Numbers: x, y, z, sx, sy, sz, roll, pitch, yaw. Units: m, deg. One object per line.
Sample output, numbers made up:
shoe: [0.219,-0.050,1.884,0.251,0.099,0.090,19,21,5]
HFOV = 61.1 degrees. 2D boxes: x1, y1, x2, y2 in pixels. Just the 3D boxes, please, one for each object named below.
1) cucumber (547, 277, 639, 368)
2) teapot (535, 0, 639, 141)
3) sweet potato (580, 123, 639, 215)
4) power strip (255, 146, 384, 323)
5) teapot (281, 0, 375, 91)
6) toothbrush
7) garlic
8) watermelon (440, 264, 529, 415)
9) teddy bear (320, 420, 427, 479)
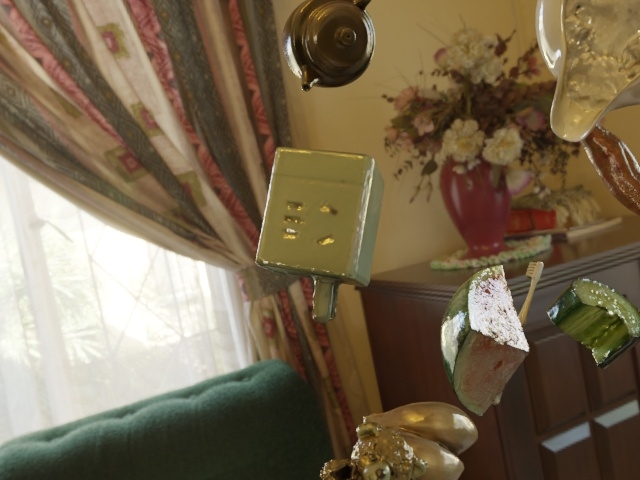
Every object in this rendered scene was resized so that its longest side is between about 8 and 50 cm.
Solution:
cucumber: [0.629,0.177,1.244,0.130,0.191,0.191,-56,-20,25]
teapot: [0.242,-0.188,0.407,0.145,0.226,0.092,26,33,30]
sweet potato: [0.480,-0.136,0.902,0.078,0.255,0.058,-33,-5,-44]
power strip: [0.000,0.000,0.752,0.140,0.225,0.139,8,-8,14]
teapot: [0.034,-0.414,1.097,0.185,0.268,0.175,33,3,-25]
toothbrush: [0.442,0.206,1.230,0.025,0.342,0.030,28,-13,-35]
garlic: [0.303,0.580,1.480,0.339,0.232,0.246,22,-47,-24]
watermelon: [0.330,0.190,1.131,0.175,0.260,0.256,-11,-40,2]
teddy bear: [0.122,0.564,1.266,0.256,0.267,0.156,-55,0,0]
